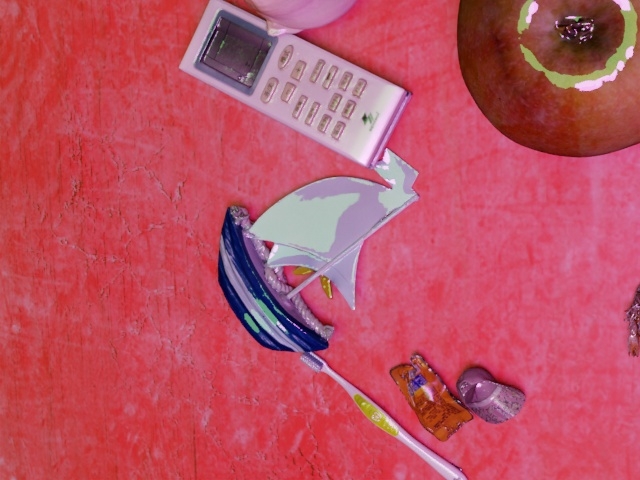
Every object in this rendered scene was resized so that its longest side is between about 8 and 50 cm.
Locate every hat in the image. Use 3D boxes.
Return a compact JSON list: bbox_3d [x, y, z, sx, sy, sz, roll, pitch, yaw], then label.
[{"bbox_3d":[0.200,0.180,1.092,0.087,0.042,0.058,20,119,-16],"label":"hat"}]

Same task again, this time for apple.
[{"bbox_3d":[0.250,-0.206,0.897,0.257,0.234,0.256,6,104,24],"label":"apple"}]

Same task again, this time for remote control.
[{"bbox_3d":[-0.035,-0.193,1.108,0.277,0.055,0.103,29,99,16],"label":"remote control"}]

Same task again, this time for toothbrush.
[{"bbox_3d":[0.079,0.223,1.156,0.263,0.026,0.022,37,111,10],"label":"toothbrush"}]

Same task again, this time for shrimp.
[{"bbox_3d":[0.352,0.092,1.008,0.029,0.038,0.092,-169,72,-65],"label":"shrimp"}]

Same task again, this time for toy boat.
[{"bbox_3d":[0.000,0.000,1.132,0.291,0.067,0.220,-40,80,20],"label":"toy boat"}]

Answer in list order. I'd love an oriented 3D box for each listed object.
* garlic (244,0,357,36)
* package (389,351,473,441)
[{"bbox_3d":[-0.059,-0.388,1.028,0.203,0.185,0.281,-42,77,-2],"label":"garlic"},{"bbox_3d":[0.133,0.191,1.119,0.077,0.033,0.110,-43,77,29],"label":"package"}]
